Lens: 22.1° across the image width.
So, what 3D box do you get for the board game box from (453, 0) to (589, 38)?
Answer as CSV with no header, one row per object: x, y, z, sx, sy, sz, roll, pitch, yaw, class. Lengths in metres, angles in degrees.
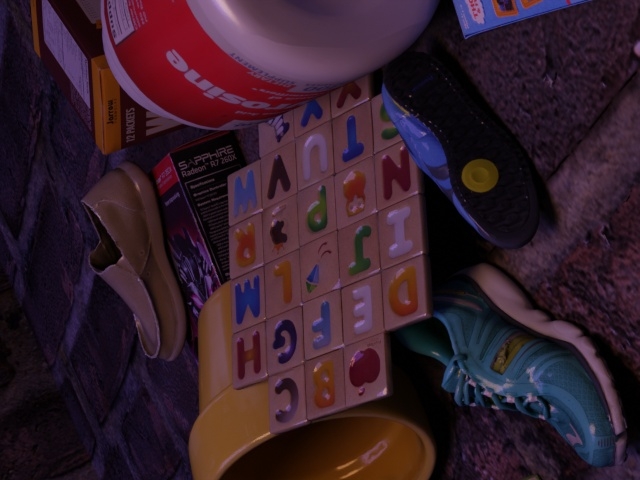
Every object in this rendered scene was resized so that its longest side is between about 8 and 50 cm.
0.145,-0.245,1.225,0.211,0.039,0.160,-4,106,67,board game box

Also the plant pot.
-0.027,0.164,1.750,0.254,0.254,0.239,97,161,-49,plant pot

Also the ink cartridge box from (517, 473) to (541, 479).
0.189,0.420,1.599,0.207,0.119,0.353,56,155,36,ink cartridge box

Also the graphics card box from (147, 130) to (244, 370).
-0.112,0.069,2.028,0.371,0.094,0.233,67,158,2,graphics card box

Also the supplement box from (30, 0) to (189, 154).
-0.198,-0.229,1.830,0.194,0.191,0.129,54,154,33,supplement box

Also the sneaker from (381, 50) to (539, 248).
0.123,-0.069,1.410,0.209,0.069,0.082,56,170,27,sneaker

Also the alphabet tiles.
0.000,0.000,1.556,0.285,0.011,0.343,-24,62,46,alphabet tiles

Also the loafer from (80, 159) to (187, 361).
-0.237,0.034,2.041,0.102,0.092,0.269,28,134,60,loafer

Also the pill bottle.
-0.067,-0.224,1.484,0.407,0.229,0.229,-14,96,68,pill bottle

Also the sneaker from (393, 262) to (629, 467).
0.164,0.119,1.411,0.275,0.110,0.107,38,142,51,sneaker
